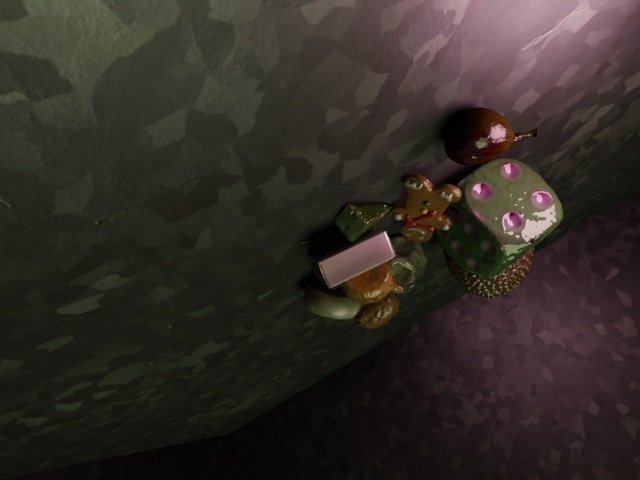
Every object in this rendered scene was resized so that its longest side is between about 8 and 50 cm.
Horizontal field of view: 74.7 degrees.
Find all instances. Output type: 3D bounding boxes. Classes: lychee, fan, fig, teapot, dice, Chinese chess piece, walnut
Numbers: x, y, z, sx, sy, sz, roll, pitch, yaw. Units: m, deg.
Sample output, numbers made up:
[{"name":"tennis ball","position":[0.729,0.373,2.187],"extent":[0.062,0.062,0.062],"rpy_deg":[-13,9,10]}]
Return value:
[{"name":"lychee","position":[0.747,0.059,1.852],"extent":[0.380,0.380,0.433],"rpy_deg":[-24,114,-9]},{"name":"fan","position":[0.000,0.000,1.435],"extent":[0.175,0.005,0.113],"rpy_deg":[-6,147,-41]},{"name":"fig","position":[0.500,-0.304,1.212],"extent":[0.274,0.146,0.170],"rpy_deg":[-6,150,-12]},{"name":"teapot","position":[0.161,0.144,1.598],"extent":[0.311,0.204,0.167],"rpy_deg":[13,155,12]},{"name":"dice","position":[0.626,-0.075,1.522],"extent":[0.330,0.322,0.318],"rpy_deg":[-34,160,-15]},{"name":"Chinese chess piece","position":[0.049,0.238,1.670],"extent":[0.237,0.237,0.092],"rpy_deg":[3,100,-47]},{"name":"walnut","position":[0.250,0.280,1.938],"extent":[0.256,0.225,0.257],"rpy_deg":[-23,156,-11]}]

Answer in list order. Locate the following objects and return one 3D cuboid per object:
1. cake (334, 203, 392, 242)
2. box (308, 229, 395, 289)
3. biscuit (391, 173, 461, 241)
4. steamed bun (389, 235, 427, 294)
[{"name":"cake","position":[0.148,-0.086,1.403],"extent":[0.235,0.099,0.100],"rpy_deg":[-32,164,-51]},{"name":"box","position":[0.100,0.058,1.432],"extent":[0.251,0.106,0.203],"rpy_deg":[-24,-174,-8]},{"name":"biscuit","position":[0.354,-0.085,1.441],"extent":[0.215,0.047,0.340],"rpy_deg":[19,148,6]},{"name":"steamed bun","position":[0.313,0.127,1.750],"extent":[0.280,0.207,0.268],"rpy_deg":[-11,148,-28]}]
